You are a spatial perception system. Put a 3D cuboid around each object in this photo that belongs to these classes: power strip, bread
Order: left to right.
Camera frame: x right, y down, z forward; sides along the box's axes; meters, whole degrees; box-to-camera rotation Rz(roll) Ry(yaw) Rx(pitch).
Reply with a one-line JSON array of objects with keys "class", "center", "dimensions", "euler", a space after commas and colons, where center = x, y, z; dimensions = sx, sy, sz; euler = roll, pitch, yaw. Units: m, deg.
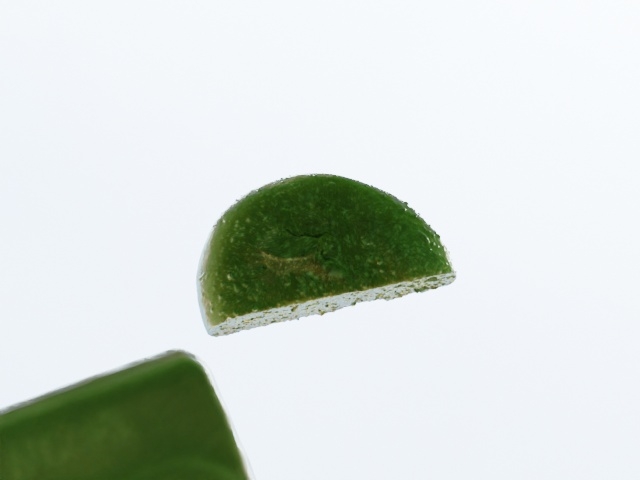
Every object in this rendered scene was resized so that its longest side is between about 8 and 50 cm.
[{"class": "power strip", "center": [-0.037, 0.163, 0.478], "dimensions": [0.105, 0.070, 0.257], "euler": [-19, -98, -30]}, {"class": "bread", "center": [-0.005, -0.003, 1.272], "dimensions": [0.193, 0.036, 0.112], "euler": [-11, -117, -18]}]
